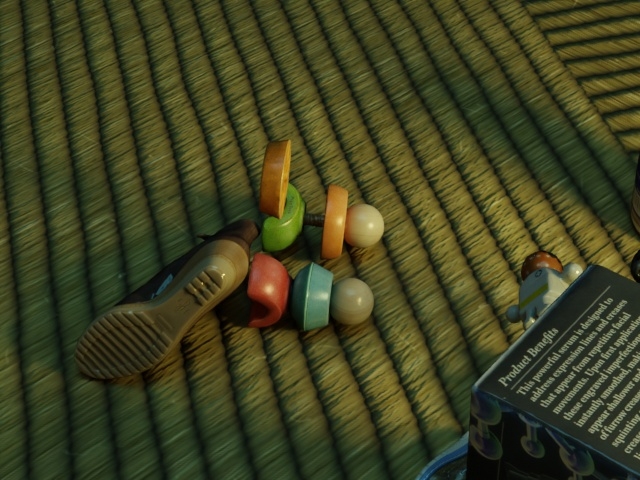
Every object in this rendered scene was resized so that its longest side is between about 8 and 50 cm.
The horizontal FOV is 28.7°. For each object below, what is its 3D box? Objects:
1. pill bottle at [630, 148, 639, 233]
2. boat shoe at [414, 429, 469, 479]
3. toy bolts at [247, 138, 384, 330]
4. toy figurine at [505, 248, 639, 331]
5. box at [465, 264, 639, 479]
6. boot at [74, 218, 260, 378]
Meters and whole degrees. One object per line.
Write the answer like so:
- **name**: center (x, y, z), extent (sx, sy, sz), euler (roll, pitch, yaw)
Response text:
- **pill bottle**: center (0.497, -0.122, 1.632), extent (0.153, 0.265, 0.153), euler (-2, 42, 1)
- **boat shoe**: center (0.155, 0.265, 1.364), extent (0.066, 0.066, 0.183), euler (29, 51, 30)
- **toy bolts**: center (0.000, 0.000, 1.594), extent (0.158, 0.218, 0.229), euler (7, 60, 2)
- **toy figurine**: center (0.316, 0.110, 1.426), extent (0.209, 0.213, 0.148), euler (0, 31, 8)
- **box**: center (0.345, 0.257, 1.123), extent (0.395, 0.294, 0.212), euler (28, 49, 31)
- **boot**: center (-0.187, 0.073, 1.592), extent (0.248, 0.090, 0.207), euler (-33, 9, 15)
